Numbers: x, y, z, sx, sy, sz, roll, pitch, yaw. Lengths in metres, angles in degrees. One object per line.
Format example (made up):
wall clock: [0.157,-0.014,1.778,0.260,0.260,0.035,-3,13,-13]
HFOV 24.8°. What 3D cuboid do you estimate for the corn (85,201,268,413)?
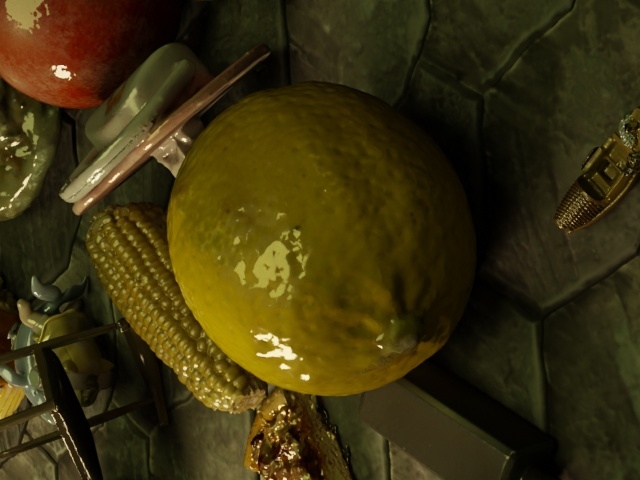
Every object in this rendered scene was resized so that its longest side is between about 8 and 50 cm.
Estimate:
corn: [-0.181,0.076,1.826,0.347,0.130,0.130,50,127,25]

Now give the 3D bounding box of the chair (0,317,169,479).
chair: [-0.329,0.227,1.864,0.166,0.272,0.188,-120,10,-56]

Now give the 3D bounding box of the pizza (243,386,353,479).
pizza: [-0.024,0.276,1.721,0.194,0.069,0.154,48,125,33]

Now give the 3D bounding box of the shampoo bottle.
shampoo bottle: [0.151,0.207,1.527,0.246,0.080,0.079,32,117,39]

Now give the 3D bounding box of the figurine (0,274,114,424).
figurine: [-0.366,0.152,2.026,0.183,0.128,0.209,9,96,43]

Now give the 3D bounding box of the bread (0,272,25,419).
bread: [-0.522,0.148,2.148,0.250,0.179,0.133,62,142,35]

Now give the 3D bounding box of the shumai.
shumai: [-0.573,-0.214,2.059,0.324,0.323,0.398,-38,67,39]

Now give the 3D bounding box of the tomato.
tomato: [-0.295,-0.289,1.809,0.264,0.264,0.265,6,99,45]

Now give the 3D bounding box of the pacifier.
pacifier: [-0.166,-0.113,1.734,0.332,0.273,0.220,-35,43,44]

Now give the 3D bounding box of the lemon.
lemon: [-0.001,-0.001,1.499,0.336,0.336,0.336,6,99,45]

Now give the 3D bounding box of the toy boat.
toy boat: [0.276,-0.065,1.391,0.047,0.049,0.149,53,128,29]
